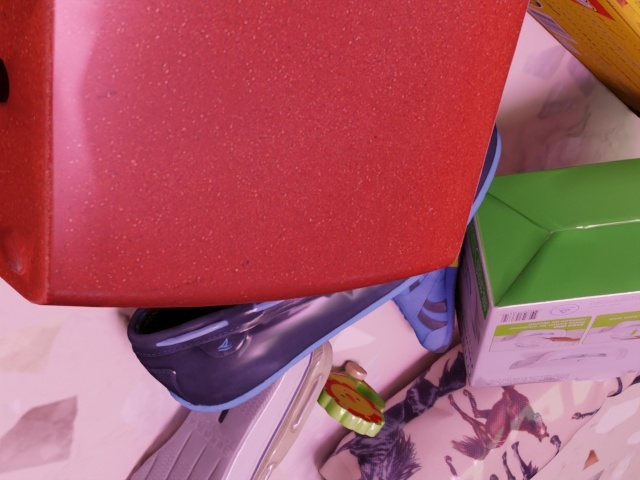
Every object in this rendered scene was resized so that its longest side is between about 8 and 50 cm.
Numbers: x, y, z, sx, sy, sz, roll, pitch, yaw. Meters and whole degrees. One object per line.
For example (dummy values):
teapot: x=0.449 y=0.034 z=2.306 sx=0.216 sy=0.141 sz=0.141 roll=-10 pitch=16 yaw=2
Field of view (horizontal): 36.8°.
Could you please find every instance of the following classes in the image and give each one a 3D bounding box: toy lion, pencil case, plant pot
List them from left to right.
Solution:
plant pot: x=-0.079 y=-0.119 z=0.451 sx=0.236 sy=0.267 sz=0.267 roll=-23 pitch=135 yaw=-43
toy lion: x=0.028 y=0.151 z=0.914 sx=0.100 sy=0.096 sz=0.034 roll=19 pitch=108 yaw=-50
pencil case: x=0.181 y=0.199 z=1.038 sx=0.410 sy=0.160 sz=0.183 roll=-38 pitch=124 yaw=-11

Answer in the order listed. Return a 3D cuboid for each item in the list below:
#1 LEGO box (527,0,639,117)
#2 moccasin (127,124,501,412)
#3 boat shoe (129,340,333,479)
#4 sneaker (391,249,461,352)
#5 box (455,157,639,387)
LEGO box: x=0.338 y=-0.299 z=0.755 sx=0.500 sy=0.193 sz=0.372 roll=23 pitch=105 yaw=-47
moccasin: x=0.000 y=0.000 z=0.748 sx=0.342 sy=0.138 sz=0.117 roll=-45 pitch=135 yaw=-4
boat shoe: x=-0.084 y=0.203 z=0.859 sx=0.094 sy=0.109 sz=0.302 roll=25 pitch=100 yaw=-50
sneaker: x=0.089 y=0.037 z=0.917 sx=0.082 sy=0.069 sz=0.209 roll=-5 pitch=141 yaw=2
box: x=0.262 y=0.036 z=0.870 sx=0.262 sy=0.126 sz=0.231 roll=-7 pitch=156 yaw=2
